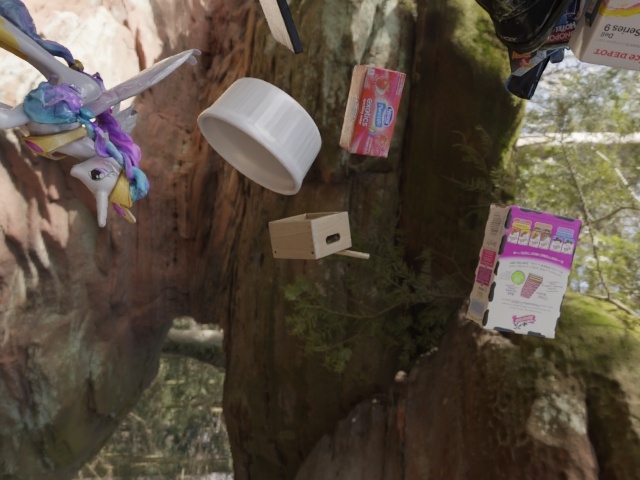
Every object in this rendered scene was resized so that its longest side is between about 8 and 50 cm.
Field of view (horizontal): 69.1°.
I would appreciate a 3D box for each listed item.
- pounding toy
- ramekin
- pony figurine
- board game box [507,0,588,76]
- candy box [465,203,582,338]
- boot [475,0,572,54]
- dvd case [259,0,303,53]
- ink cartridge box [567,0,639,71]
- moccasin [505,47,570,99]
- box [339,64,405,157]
[{"bbox_3d":[0.000,0.000,0.900,0.130,0.141,0.100,0,-79,40],"label":"pounding toy"},{"bbox_3d":[-0.131,-0.242,1.079,0.135,0.277,0.277,-56,-179,-13],"label":"ramekin"},{"bbox_3d":[-0.409,-0.229,0.782,0.302,0.363,0.351,-33,-151,40],"label":"pony figurine"},{"bbox_3d":[0.481,-0.464,1.006,0.194,0.060,0.194,11,-75,42],"label":"board game box"},{"bbox_3d":[0.386,0.058,0.891,0.071,0.159,0.234,-151,-107,-77],"label":"candy box"},{"bbox_3d":[0.333,-0.529,0.695,0.146,0.445,0.367,28,-75,32],"label":"boot"},{"bbox_3d":[-0.105,-0.525,1.039,0.253,0.022,0.180,-118,-175,-57],"label":"dvd case"},{"bbox_3d":[0.549,-0.407,0.785,0.093,0.154,0.212,-77,177,-47],"label":"ink cartridge box"},{"bbox_3d":[0.760,-0.627,1.541,0.117,0.137,0.342,43,-35,17],"label":"moccasin"},{"bbox_3d":[0.156,-0.397,1.432,0.123,0.128,0.257,-125,-137,-63],"label":"box"}]
